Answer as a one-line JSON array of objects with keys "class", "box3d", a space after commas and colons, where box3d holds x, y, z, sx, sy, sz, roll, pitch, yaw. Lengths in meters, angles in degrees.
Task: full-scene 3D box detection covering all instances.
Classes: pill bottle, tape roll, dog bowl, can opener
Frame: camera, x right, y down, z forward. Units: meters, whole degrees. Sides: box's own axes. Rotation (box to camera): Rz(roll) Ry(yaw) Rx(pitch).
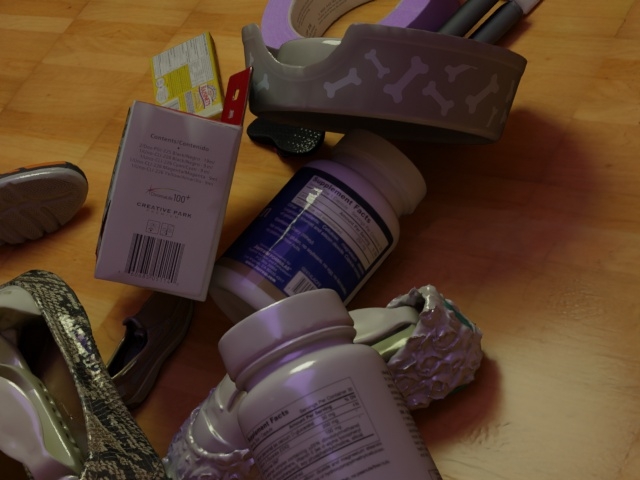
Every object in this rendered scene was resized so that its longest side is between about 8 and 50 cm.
[{"class": "pill bottle", "box3d": [0.000, 0.000, 1.596, 0.153, 0.153, 0.264, 24, 65, 42]}, {"class": "tape roll", "box3d": [0.057, -0.317, 1.906, 0.275, 0.090, 0.275, -16, 45, 17]}, {"class": "pill bottle", "box3d": [0.016, 0.201, 1.312, 0.160, 0.160, 0.283, -27, 72, 5]}, {"class": "dog bowl", "box3d": [0.070, -0.184, 1.616, 0.349, 0.349, 0.102, 7, 90, 35]}, {"class": "can opener", "box3d": [0.233, -0.312, 1.827, 0.280, 0.074, 0.093, -47, 10, -18]}]

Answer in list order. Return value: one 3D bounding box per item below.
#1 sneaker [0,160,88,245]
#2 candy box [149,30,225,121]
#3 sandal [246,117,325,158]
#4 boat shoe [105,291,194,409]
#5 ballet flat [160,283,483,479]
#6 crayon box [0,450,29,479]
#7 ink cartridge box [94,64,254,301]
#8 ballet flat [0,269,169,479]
[{"class": "sneaker", "box3d": [-0.489, -0.079, 1.976, 0.321, 0.124, 0.180, -20, 45, 13]}, {"class": "candy box", "box3d": [-0.200, -0.231, 2.021, 0.105, 0.027, 0.206, -21, 44, 8]}, {"class": "sandal", "box3d": [-0.041, -0.140, 1.842, 0.067, 0.040, 0.179, -39, 28, -16]}, {"class": "boat shoe", "box3d": [-0.217, 0.116, 1.673, 0.068, 0.072, 0.190, 0, 51, 30]}, {"class": "ballet flat", "box3d": [-0.022, 0.160, 1.476, 0.409, 0.147, 0.147, -27, 43, 7]}, {"class": "crayon box", "box3d": [-0.449, 0.203, 1.632, 0.083, 0.203, 0.323, -38, 43, -7]}, {"class": "ink cartridge box", "box3d": [-0.181, -0.086, 1.607, 0.309, 0.130, 0.272, -159, 82, -80]}, {"class": "ballet flat", "box3d": [-0.331, 0.164, 1.551, 0.164, 0.182, 0.483, -52, 45, 12]}]
